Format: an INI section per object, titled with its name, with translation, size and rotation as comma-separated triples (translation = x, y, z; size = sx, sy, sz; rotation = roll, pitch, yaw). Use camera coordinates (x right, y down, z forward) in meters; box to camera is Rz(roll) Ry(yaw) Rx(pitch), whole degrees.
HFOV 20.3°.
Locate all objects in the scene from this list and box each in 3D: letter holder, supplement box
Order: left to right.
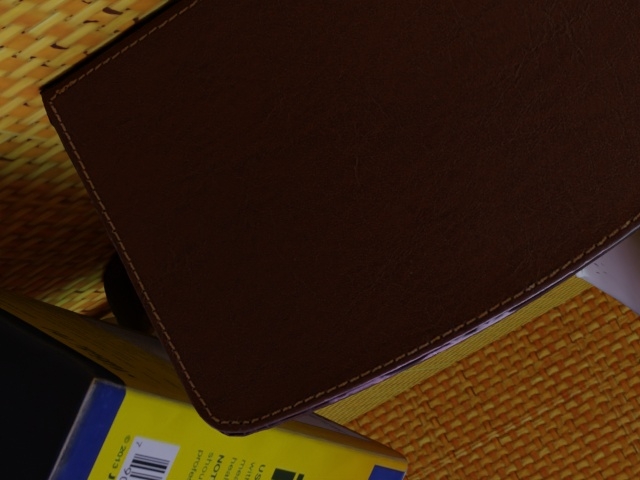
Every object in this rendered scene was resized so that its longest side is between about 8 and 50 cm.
[supplement box]
translation = -0.135, 0.160, 1.086
size = 0.356, 0.194, 0.195
rotation = 24, 90, -57
[letter holder]
translation = 0.054, -0.053, 0.898
size = 0.302, 0.214, 0.152
rotation = -31, 168, 18

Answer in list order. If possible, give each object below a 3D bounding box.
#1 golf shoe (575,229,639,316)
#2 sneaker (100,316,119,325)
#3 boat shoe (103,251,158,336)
[golf shoe]
translation = 0.120, -0.032, 1.010
size = 0.140, 0.306, 0.115
rotation = -22, 129, -7
[sneaker]
translation = -0.122, 0.100, 1.376
size = 0.290, 0.106, 0.123
rotation = -17, 177, 1
[boat shoe]
translation = -0.096, 0.018, 1.240
size = 0.073, 0.080, 0.223
rotation = -29, 175, -22
